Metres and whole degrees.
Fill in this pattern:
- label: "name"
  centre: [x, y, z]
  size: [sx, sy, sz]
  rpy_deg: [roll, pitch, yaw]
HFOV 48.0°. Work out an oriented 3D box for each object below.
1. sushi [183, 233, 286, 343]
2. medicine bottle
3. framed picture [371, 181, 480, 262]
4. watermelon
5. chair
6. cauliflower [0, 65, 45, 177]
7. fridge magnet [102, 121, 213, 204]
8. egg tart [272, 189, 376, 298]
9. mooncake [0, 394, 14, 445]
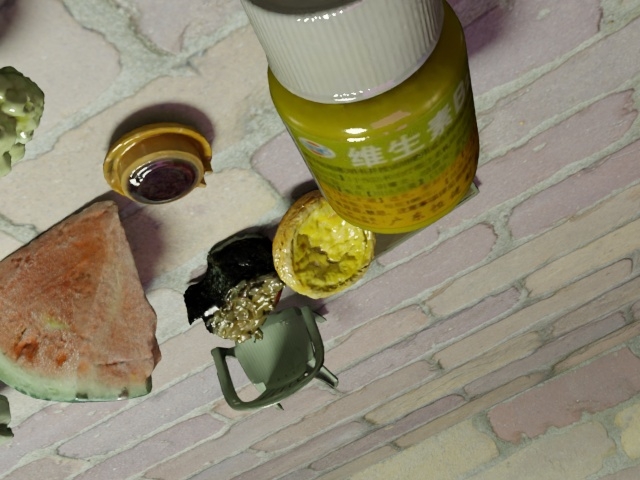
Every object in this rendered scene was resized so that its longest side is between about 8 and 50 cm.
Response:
- label: "sushi"
  centre: [-0.143, 0.090, 1.206]
  size: [0.147, 0.115, 0.212]
  rpy_deg: [-1, 143, -33]
- label: "medicine bottle"
  centre: [0.056, -0.186, 0.816]
  size: [0.224, 0.224, 0.384]
  rpy_deg: [-25, 147, 4]
- label: "framed picture"
  centre: [0.142, -0.054, 1.256]
  size: [0.260, 0.023, 0.189]
  rpy_deg: [-33, 147, 16]
- label: "watermelon"
  centre: [-0.371, 0.103, 1.021]
  size: [0.250, 0.283, 0.293]
  rpy_deg: [-25, 125, -25]
- label: "chair"
  centre: [-0.073, 0.230, 1.351]
  size: [0.203, 0.191, 0.275]
  rpy_deg: [-26, 158, 6]
- label: "cauliflower"
  centre: [-0.345, -0.154, 0.578]
  size: [0.281, 0.261, 0.327]
  rpy_deg: [-25, 170, 12]
- label: "fridge magnet"
  centre: [-0.209, -0.096, 0.933]
  size: [0.143, 0.063, 0.143]
  rpy_deg: [-18, 151, -10]
- label: "egg tart"
  centre: [0.000, 0.000, 1.157]
  size: [0.191, 0.074, 0.191]
  rpy_deg: [-11, 110, -31]
- label: "mooncake"
  centre: [-0.677, 0.311, 1.179]
  size: [0.254, 0.136, 0.250]
  rpy_deg: [-32, 149, 5]
